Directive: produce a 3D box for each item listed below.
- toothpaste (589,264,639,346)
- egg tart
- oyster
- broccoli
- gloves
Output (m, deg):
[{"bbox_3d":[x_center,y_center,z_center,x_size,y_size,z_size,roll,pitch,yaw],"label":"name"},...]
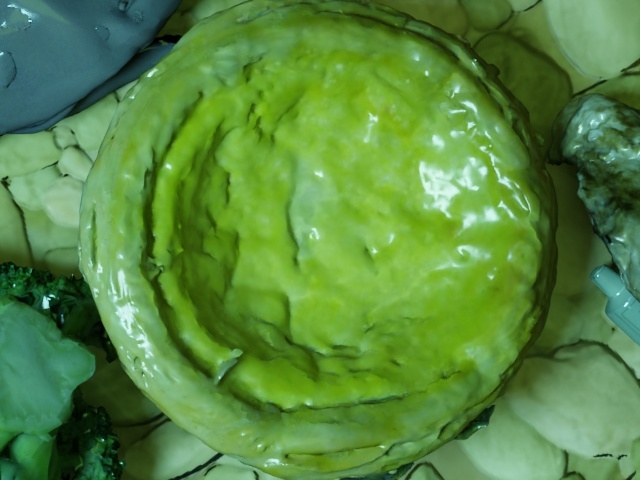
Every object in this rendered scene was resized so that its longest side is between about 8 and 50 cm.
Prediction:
[{"bbox_3d":[0.285,0.092,1.149,0.218,0.041,0.064,40,70,-3],"label":"toothpaste"},{"bbox_3d":[0.000,0.000,1.068,0.345,0.132,0.345,3,79,-18],"label":"egg tart"},{"bbox_3d":[0.284,0.017,1.121,0.294,0.166,0.094,43,115,-9],"label":"oyster"},{"bbox_3d":[-0.245,0.114,0.990,0.269,0.241,0.262,34,55,-29],"label":"broccoli"},{"bbox_3d":[-0.197,-0.137,1.099,0.285,0.119,0.142,-41,119,-15],"label":"gloves"}]
